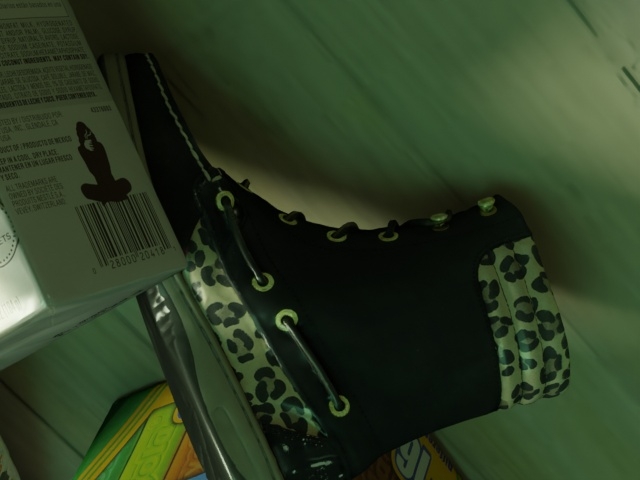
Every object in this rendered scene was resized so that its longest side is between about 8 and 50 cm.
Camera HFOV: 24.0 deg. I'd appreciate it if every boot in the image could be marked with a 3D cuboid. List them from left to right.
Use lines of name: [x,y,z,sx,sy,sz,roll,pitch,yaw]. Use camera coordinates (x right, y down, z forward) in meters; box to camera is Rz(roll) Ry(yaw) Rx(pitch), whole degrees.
boot: [0.000,0.001,0.723,0.179,0.236,0.085,-18,165,-13]

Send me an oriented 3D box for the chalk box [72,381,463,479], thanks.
chalk box: [-0.047,0.216,0.778,0.180,0.289,0.179,-22,117,31]

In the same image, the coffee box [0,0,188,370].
coffee box: [-0.181,-0.065,0.659,0.141,0.098,0.246,-29,84,33]

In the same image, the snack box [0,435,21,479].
snack box: [-0.274,0.142,0.899,0.187,0.060,0.322,10,144,11]
